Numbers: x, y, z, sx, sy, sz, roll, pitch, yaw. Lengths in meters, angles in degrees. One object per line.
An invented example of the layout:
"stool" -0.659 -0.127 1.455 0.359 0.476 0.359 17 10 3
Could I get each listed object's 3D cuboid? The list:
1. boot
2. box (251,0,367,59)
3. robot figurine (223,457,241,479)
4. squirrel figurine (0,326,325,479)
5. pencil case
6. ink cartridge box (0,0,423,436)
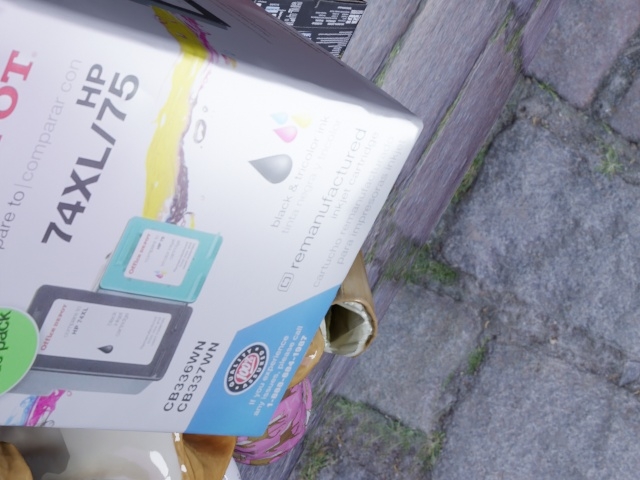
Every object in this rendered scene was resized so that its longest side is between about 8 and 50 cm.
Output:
"boot" 0.000 0.000 1.496 0.236 0.089 0.269 69 7 -61
"box" -0.081 -0.120 1.270 0.242 0.076 0.307 -63 168 16
"robot figurine" -0.203 0.309 1.572 0.209 0.173 0.278 -51 177 39
"squirrel figurine" -0.207 0.242 0.963 0.397 0.281 0.370 -31 -129 53
"pencil case" -0.088 0.133 1.632 0.160 0.167 0.386 -47 165 -15
"ink cartridge box" -0.135 -0.040 0.708 0.270 0.197 0.198 10 112 -47
